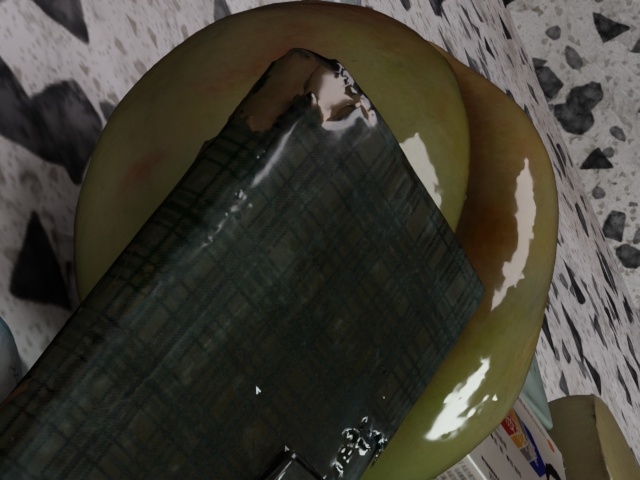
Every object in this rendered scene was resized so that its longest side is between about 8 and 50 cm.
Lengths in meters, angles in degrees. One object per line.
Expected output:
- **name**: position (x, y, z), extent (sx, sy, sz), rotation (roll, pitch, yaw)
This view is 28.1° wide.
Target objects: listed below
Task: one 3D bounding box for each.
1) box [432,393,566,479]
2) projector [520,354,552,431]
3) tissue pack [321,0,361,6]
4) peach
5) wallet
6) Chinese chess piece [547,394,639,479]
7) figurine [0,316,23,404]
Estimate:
- **box**: position (0.162, 0.207, 1.240), extent (0.353, 0.069, 0.214), rotation (54, 21, -38)
- **projector**: position (0.201, 0.136, 1.434), extent (0.115, 0.061, 0.147), rotation (48, 26, -47)
- **tissue pack**: position (0.019, -0.300, 1.500), extent (0.122, 0.026, 0.193), rotation (57, 21, -31)
- **peach**: position (0.000, -0.001, 0.741), extent (0.292, 0.247, 0.292), rotation (24, 51, -34)
- **wallet**: position (-0.051, 0.088, 0.508), extent (0.317, 0.044, 0.169), rotation (-54, 128, -23)
- **Chinese chess piece**: position (0.326, 0.314, 1.508), extent (0.273, 0.102, 0.273), rotation (56, 19, -31)
- **figurine**: position (-0.157, 0.056, 0.502), extent (0.114, 0.079, 0.114), rotation (-10, 90, -87)
